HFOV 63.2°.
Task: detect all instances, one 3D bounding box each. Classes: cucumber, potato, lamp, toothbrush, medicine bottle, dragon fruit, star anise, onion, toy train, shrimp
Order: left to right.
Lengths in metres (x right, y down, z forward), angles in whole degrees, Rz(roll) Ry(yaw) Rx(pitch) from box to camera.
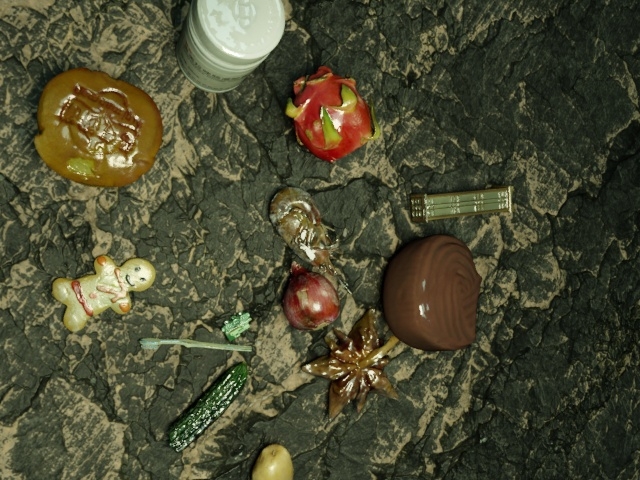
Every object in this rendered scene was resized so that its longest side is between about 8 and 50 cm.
[{"bbox_3d":[-0.313,0.270,1.343,0.294,0.026,0.028,5,109,-21],"label":"toothbrush"},{"bbox_3d":[-0.278,0.424,1.337,0.265,0.077,0.077,-43,106,-13],"label":"cucumber"},{"bbox_3d":[-0.214,-0.464,1.183,0.190,0.332,0.190,-1,93,-21],"label":"medicine bottle"},{"bbox_3d":[-0.219,0.225,1.374,0.083,0.033,0.053,-30,108,-18],"label":"toy train"},{"bbox_3d":[-0.128,0.633,1.389,0.109,0.118,0.178,5,107,13],"label":"potato"},{"bbox_3d":[-0.032,0.144,1.388,0.159,0.159,0.195,-15,75,-20],"label":"onion"},{"bbox_3d":[-0.005,0.003,1.402,0.145,0.116,0.343,-39,99,-14],"label":"shrimp"},{"bbox_3d":[0.027,-0.326,1.351,0.224,0.224,0.227,-34,119,-17],"label":"dragon fruit"},{"bbox_3d":[0.116,0.347,1.473,0.349,0.109,0.292,-8,100,-22],"label":"star anise"},{"bbox_3d":[0.433,-0.113,1.587,0.325,0.090,0.089,-6,96,-20],"label":"lamp"}]

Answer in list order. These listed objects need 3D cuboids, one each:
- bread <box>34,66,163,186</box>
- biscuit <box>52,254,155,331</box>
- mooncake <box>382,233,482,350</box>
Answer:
[{"bbox_3d":[-0.500,-0.248,1.179,0.270,0.148,0.270,-1,93,-22],"label":"bread"},{"bbox_3d":[-0.514,0.113,1.255,0.234,0.030,0.153,-22,102,-19],"label":"biscuit"},{"bbox_3d":[0.332,0.160,1.475,0.326,0.174,0.334,-38,99,-36],"label":"mooncake"}]
